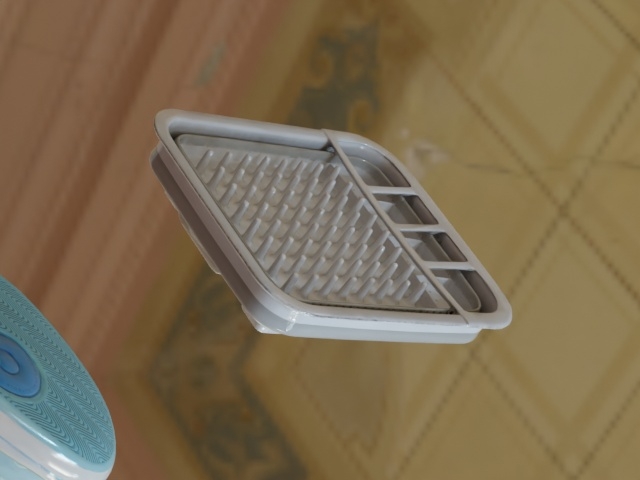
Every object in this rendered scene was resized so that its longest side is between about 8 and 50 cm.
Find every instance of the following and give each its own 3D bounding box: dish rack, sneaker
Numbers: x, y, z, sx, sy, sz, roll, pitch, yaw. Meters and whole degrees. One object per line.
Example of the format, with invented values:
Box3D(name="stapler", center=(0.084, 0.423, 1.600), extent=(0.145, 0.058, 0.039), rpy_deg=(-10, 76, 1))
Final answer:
Box3D(name="dish rack", center=(0.000, 0.000, 1.870), extent=(0.072, 0.333, 0.285), rpy_deg=(-54, -128, 27))
Box3D(name="sneaker", center=(-0.290, 0.087, 1.153), extent=(0.319, 0.127, 0.208), rpy_deg=(39, -71, -3))
